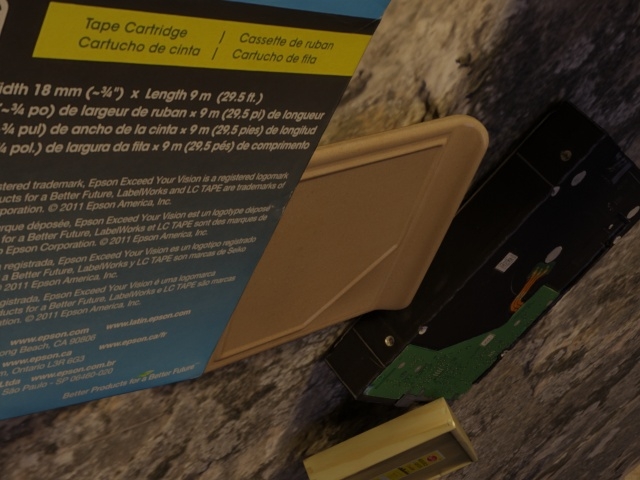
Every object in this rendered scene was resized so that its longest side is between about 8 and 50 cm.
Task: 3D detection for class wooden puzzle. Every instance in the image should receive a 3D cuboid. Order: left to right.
[{"bbox_3d":[0.000,0.000,0.761,0.239,0.044,0.221,-12,140,-33],"label":"wooden puzzle"}]

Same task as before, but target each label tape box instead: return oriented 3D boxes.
[{"bbox_3d":[-0.118,-0.060,0.478,0.241,0.106,0.333,-6,134,-46],"label":"label tape box"}]

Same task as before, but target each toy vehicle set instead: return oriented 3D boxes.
[{"bbox_3d":[0.092,0.258,1.133,0.166,0.035,0.267,-25,156,4],"label":"toy vehicle set"}]

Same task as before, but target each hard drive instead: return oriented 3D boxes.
[{"bbox_3d":[0.181,0.033,0.981,0.339,0.064,0.237,-49,149,13],"label":"hard drive"}]
